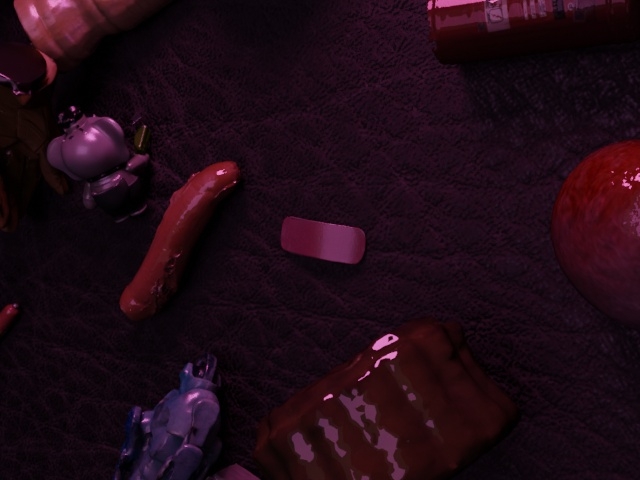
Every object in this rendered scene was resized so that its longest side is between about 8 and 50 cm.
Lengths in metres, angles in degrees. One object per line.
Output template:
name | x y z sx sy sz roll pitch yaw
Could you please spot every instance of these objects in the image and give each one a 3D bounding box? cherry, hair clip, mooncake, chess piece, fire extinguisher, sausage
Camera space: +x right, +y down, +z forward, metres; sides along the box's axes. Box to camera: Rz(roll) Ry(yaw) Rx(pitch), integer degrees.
cherry | 0.364 -0.003 1.044 0.239 0.239 0.206 46 109 17
hair clip | 0.000 0.000 1.347 0.137 0.022 0.054 11 95 26
mooncake | 0.074 0.238 1.163 0.324 0.324 0.187 -39 74 24
chess piece | -0.309 -0.383 1.436 0.300 0.137 0.137 -26 82 13
fire extinguisher | 0.291 -0.279 1.108 0.336 0.147 0.107 -3 94 28
sausage | -0.589 0.184 1.656 0.223 0.029 0.029 -47 73 22
sausage | -0.217 0.002 1.430 0.078 0.078 0.304 39 110 19

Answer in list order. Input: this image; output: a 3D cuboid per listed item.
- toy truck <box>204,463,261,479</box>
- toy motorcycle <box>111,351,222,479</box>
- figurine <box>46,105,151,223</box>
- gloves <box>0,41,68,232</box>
toy truck | -0.074 0.430 1.374 0.242 0.101 0.125 33 103 19
toy motorcycle | -0.218 0.306 1.395 0.154 0.206 0.260 26 108 -15
figurine | -0.337 -0.122 1.448 0.147 0.126 0.192 -20 116 16
gloves | -0.484 -0.160 1.484 0.141 0.154 0.331 46 139 24
